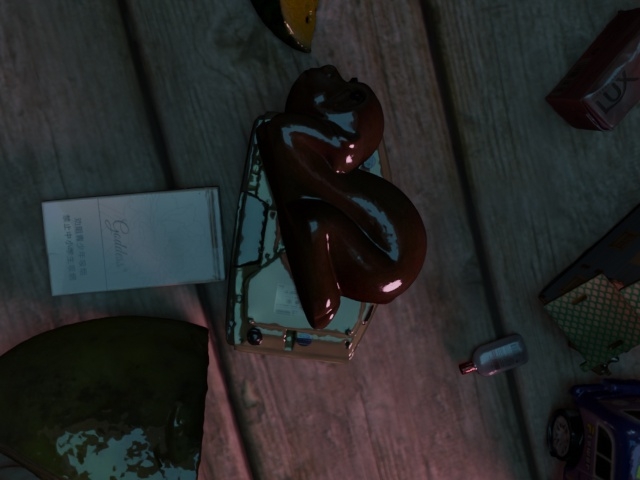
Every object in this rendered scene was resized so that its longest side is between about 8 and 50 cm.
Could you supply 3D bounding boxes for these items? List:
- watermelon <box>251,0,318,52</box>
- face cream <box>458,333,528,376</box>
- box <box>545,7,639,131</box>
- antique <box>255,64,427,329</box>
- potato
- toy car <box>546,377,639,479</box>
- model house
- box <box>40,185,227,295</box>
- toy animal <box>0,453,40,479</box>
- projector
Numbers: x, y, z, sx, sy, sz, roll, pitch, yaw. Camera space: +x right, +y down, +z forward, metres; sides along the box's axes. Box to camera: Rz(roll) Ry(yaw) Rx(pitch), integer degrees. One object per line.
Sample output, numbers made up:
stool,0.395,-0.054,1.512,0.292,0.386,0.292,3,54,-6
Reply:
watermelon,-0.034,-0.305,1.125,0.092,0.075,0.182,9,93,-13
face cream,0.207,0.142,1.238,0.083,0.021,0.040,-18,99,-7
box,0.340,-0.197,1.177,0.060,0.111,0.156,40,91,-11
antique,0.023,-0.050,1.052,0.143,0.121,0.257,-18,97,-8
potato,-0.252,0.188,1.071,0.255,0.112,0.269,7,62,-9
toy car,0.370,0.290,1.210,0.172,0.158,0.235,5,97,-9
model house,0.407,0.057,1.166,0.271,0.206,0.178,-39,100,-3
box,-0.207,0.001,1.156,0.198,0.029,0.109,-5,97,-7
toy animal,-0.308,0.357,1.110,0.266,0.188,0.308,-19,95,-15
projector,0.000,0.000,1.158,0.193,0.088,0.270,7,94,-7
